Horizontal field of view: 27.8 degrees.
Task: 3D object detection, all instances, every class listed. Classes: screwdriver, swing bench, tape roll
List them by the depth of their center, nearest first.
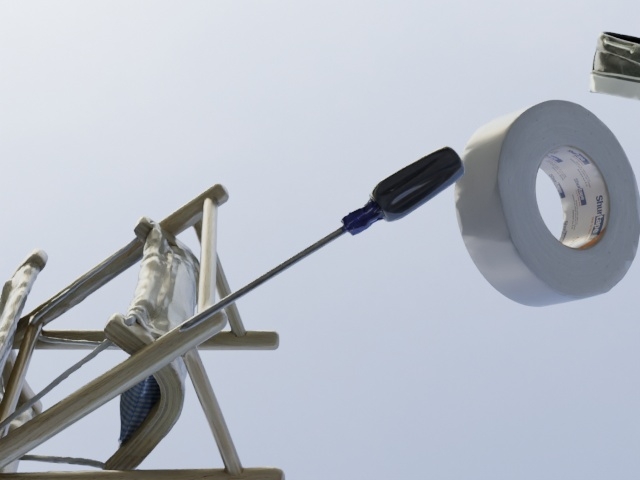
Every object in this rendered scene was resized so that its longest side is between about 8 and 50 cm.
[{"bbox_3d":[0.000,0.000,0.664,0.170,0.024,0.025,-30,-157,-4],"label":"screwdriver"},{"bbox_3d":[-0.172,0.103,1.021,0.255,0.165,0.253,-17,-157,3],"label":"swing bench"},{"bbox_3d":[0.251,-0.040,1.411,0.072,0.219,0.219,-18,-146,53],"label":"tape roll"}]

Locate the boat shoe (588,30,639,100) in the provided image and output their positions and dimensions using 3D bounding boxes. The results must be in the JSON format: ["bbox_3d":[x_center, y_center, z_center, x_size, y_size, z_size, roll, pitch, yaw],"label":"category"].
[{"bbox_3d":[0.344,-0.161,1.211,0.078,0.070,0.219,-5,-165,-42],"label":"boat shoe"}]
